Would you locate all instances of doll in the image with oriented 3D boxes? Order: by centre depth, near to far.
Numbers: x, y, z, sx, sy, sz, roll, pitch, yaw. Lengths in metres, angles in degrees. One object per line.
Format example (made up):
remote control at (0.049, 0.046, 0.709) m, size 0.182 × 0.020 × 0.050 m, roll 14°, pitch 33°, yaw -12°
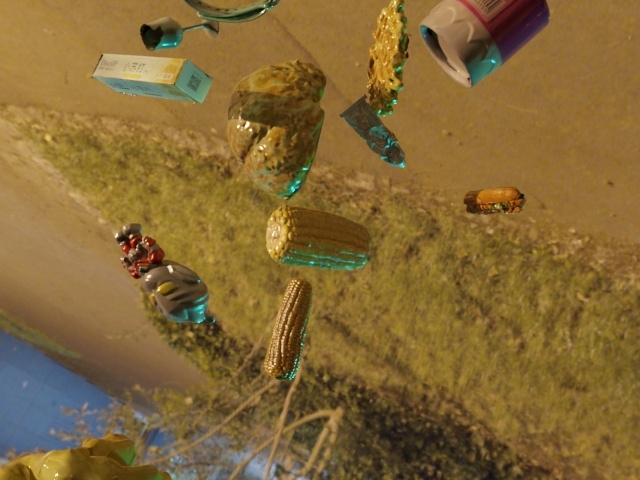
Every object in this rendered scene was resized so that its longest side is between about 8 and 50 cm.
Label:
doll at (-0.214, 0.053, 0.884) m, size 0.094 × 0.079 × 0.180 m, roll -37°, pitch 99°, yaw 29°

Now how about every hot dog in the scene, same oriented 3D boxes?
hot dog at (0.420, -0.093, 1.575) m, size 0.072 × 0.055 × 0.188 m, roll 32°, pitch 162°, yaw -27°

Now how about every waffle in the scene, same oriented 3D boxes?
waffle at (0.175, -0.470, 1.710) m, size 0.060 × 0.311 × 0.307 m, roll 6°, pitch 165°, yaw -8°

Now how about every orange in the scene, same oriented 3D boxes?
orange at (-0.118, -0.300, 1.581) m, size 0.210 × 0.368 × 0.271 m, roll 27°, pitch 136°, yaw -31°

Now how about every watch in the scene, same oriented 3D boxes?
watch at (-0.198, -0.566, 1.384) m, size 0.237 × 0.068 × 0.195 m, roll 13°, pitch 129°, yaw 3°

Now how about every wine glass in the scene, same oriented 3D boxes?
wine glass at (-0.360, -0.538, 1.648) m, size 0.079 × 0.195 × 0.079 m, roll 29°, pitch 134°, yaw 36°

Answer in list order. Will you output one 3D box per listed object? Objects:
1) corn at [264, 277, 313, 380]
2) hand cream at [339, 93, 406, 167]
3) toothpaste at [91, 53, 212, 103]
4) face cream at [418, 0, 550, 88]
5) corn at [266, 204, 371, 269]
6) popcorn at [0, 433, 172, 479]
corn at (-0.065, 0.199, 1.443) m, size 0.080 × 0.231 × 0.080 m, roll 15°, pitch 166°, yaw 4°
hand cream at (0.154, -0.270, 1.698) m, size 0.257 × 0.084 × 0.050 m, roll 44°, pitch -170°, yaw -39°
toothpaste at (-0.371, -0.356, 1.398) m, size 0.313 × 0.071 × 0.089 m, roll 17°, pitch 172°, yaw 38°
face cream at (0.316, -0.422, 1.257) m, size 0.175 × 0.195 × 0.175 m, roll 50°, pitch -175°, yaw -6°
corn at (0.000, 0.000, 0.912) m, size 0.165 × 0.085 × 0.063 m, roll 12°, pitch 145°, yaw -37°
popcorn at (-0.265, 0.340, 0.661) m, size 0.312 × 0.312 × 0.312 m, roll 21°, pitch 155°, yaw 10°
